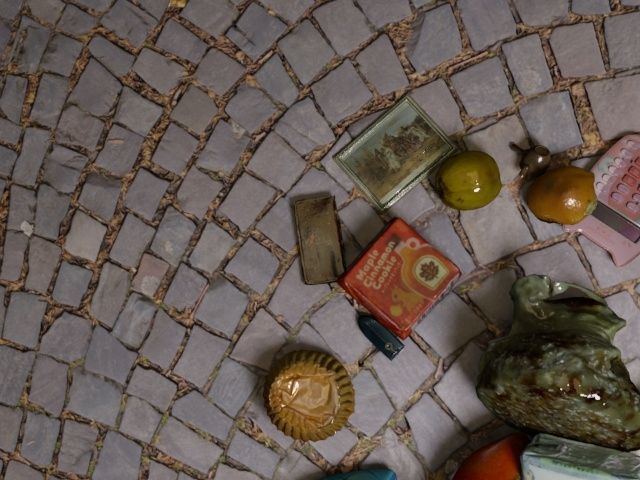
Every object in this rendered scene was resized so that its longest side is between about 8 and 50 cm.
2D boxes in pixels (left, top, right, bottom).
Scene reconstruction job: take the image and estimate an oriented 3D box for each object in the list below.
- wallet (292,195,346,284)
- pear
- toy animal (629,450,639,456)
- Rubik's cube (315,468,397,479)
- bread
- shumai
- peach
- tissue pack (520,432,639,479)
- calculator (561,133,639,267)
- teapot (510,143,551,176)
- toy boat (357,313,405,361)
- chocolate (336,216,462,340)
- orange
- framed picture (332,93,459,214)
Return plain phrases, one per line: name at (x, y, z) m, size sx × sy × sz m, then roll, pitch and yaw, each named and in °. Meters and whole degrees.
wallet at (0.000, 0.000, 1.584) m, size 0.122 × 0.031 × 0.232 m, roll -9°, pitch 83°, yaw 7°
pear at (0.368, -0.148, 1.485) m, size 0.162 × 0.149 × 0.148 m, roll -18°, pitch 81°, yaw 11°
toy animal at (0.793, 0.499, 1.334) m, size 0.188 × 0.307 × 0.266 m, roll -23°, pitch 36°, yaw 20°
Rubik's cube at (0.041, 0.643, 1.408) m, size 0.255 × 0.254 × 0.254 m, roll -1°, pitch 83°, yaw 9°
bread at (-0.036, 0.388, 1.491) m, size 0.240 × 0.139 × 0.239 m, roll -2°, pitch 81°, yaw 12°
shumai at (0.558, 0.268, 1.338) m, size 0.395 × 0.395 × 0.348 m, roll 24°, pitch 62°, yaw 11°
peach at (0.374, 0.602, 1.343) m, size 0.201 × 0.258 × 0.361 m, roll -1°, pitch 76°, yaw 44°
tissue pack at (0.541, 0.577, 1.209) m, size 0.228 × 0.128 × 0.310 m, roll 0°, pitch 99°, yaw 42°
calculator at (0.757, -0.107, 1.469) m, size 0.220 × 0.048 × 0.329 m, roll 37°, pitch 88°, yaw 13°
teapot at (0.520, -0.210, 1.504) m, size 0.085 × 0.080 × 0.110 m, roll -28°, pitch 64°, yaw -24°
toy boat at (0.147, 0.240, 1.521) m, size 0.141 × 0.060 × 0.055 m, roll 43°, pitch 92°, yaw 18°
chocolate at (0.198, 0.089, 1.494) m, size 0.235 × 0.108 × 0.237 m, roll 42°, pitch 86°, yaw 10°
orange at (0.577, -0.112, 1.443) m, size 0.170 × 0.112 × 0.160 m, roll -49°, pitch 41°, yaw 31°
framed picture at (0.197, -0.233, 1.589) m, size 0.274 × 0.017 × 0.217 m, roll -42°, pitch 78°, yaw 3°
